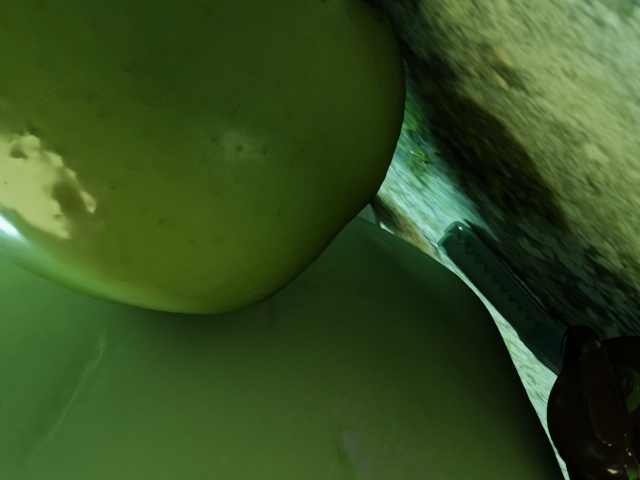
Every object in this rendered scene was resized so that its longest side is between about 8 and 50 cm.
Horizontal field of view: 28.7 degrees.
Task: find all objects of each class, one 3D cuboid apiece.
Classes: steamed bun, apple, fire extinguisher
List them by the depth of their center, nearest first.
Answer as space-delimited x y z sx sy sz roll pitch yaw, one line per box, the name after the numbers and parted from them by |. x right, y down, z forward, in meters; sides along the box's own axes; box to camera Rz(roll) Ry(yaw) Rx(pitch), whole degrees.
-0.090 -0.087 0.659 0.279 0.279 0.279 43 174 6 | apple
0.221 0.161 0.794 0.341 0.105 0.141 49 -166 -45 | fire extinguisher
-0.050 0.158 0.801 0.455 0.290 0.371 3 -146 -16 | steamed bun

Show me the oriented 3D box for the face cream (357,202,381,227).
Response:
0.000 0.000 1.140 0.117 0.117 0.104 43 166 6 | face cream

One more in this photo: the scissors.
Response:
0.177 0.082 0.937 0.256 0.030 0.125 47 175 -15 | scissors
